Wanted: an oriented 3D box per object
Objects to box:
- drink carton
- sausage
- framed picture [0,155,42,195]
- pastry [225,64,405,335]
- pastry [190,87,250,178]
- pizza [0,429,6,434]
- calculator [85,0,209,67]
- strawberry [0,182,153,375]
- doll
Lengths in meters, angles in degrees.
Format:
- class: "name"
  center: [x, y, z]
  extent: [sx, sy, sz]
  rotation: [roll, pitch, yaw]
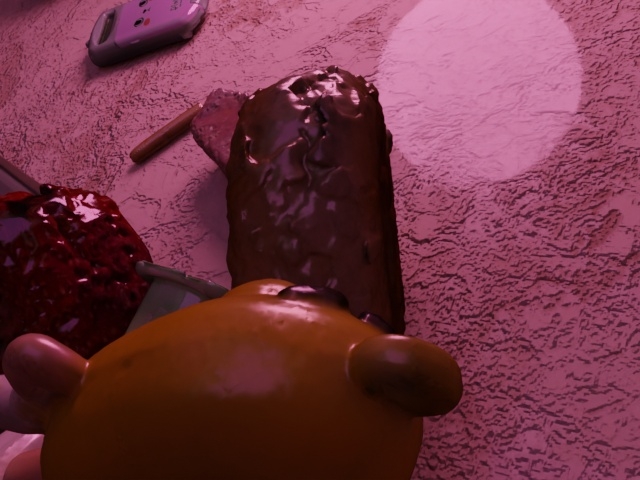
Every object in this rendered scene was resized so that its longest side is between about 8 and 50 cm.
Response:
- class: "drink carton"
  center: [-0.146, 0.118, 0.714]
  extent: [0.144, 0.146, 0.142]
  rotation: [14, 69, 34]
- class: "sausage"
  center: [-0.224, -0.157, 1.043]
  extent: [0.132, 0.024, 0.024]
  rotation: [-37, 47, -7]
- class: "framed picture"
  center: [-0.550, -0.044, 1.092]
  extent: [0.289, 0.016, 0.213]
  rotation: [31, 71, 33]
- class: "pastry"
  center: [0.000, 0.000, 0.621]
  extent: [0.136, 0.330, 0.330]
  rotation: [-5, 51, 10]
- class: "pastry"
  center: [-0.078, -0.104, 0.879]
  extent: [0.103, 0.112, 0.265]
  rotation: [-42, 35, 5]
- class: "pizza"
  center: [-0.350, 0.342, 0.670]
  extent: [0.182, 0.074, 0.365]
  rotation: [-15, 48, 16]
- class: "calculator"
  center: [-0.307, -0.380, 1.248]
  extent: [0.246, 0.045, 0.141]
  rotation: [-14, 49, 16]
- class: "strawberry"
  center: [-0.317, 0.049, 0.791]
  extent: [0.274, 0.220, 0.274]
  rotation: [-10, 50, 13]
- class: "doll"
  center: [-0.085, 0.176, 0.492]
  extent: [0.423, 0.348, 0.161]
  rotation: [-7, 44, 21]
